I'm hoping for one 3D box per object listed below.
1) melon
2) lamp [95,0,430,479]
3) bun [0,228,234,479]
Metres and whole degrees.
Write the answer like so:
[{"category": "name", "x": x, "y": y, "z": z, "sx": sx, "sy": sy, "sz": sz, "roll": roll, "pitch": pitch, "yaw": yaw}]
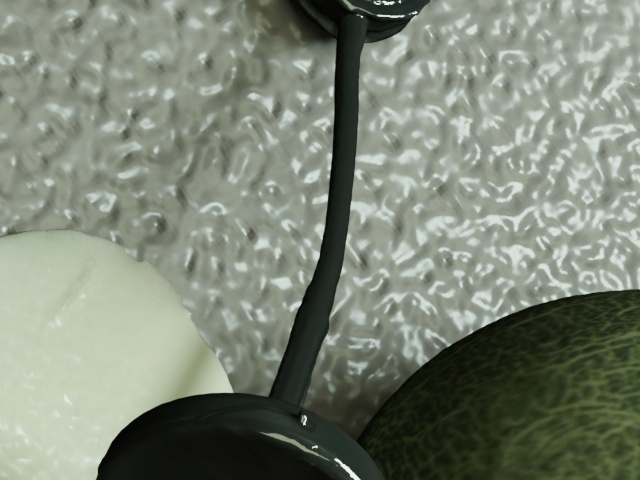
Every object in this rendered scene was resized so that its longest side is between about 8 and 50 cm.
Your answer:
[{"category": "melon", "x": 0.154, "y": 0.138, "z": 0.771, "sx": 0.302, "sy": 0.237, "sz": 0.237, "roll": 5, "pitch": 80, "yaw": -17}, {"category": "lamp", "x": 0.014, "y": -0.017, "z": 0.745, "sx": 0.130, "sy": 0.108, "sz": 0.371, "roll": 28, "pitch": 52, "yaw": -7}, {"category": "bun", "x": -0.119, "y": 0.090, "z": 0.740, "sx": 0.173, "sy": 0.120, "sz": 0.172, "roll": 20, "pitch": 54, "yaw": -30}]
